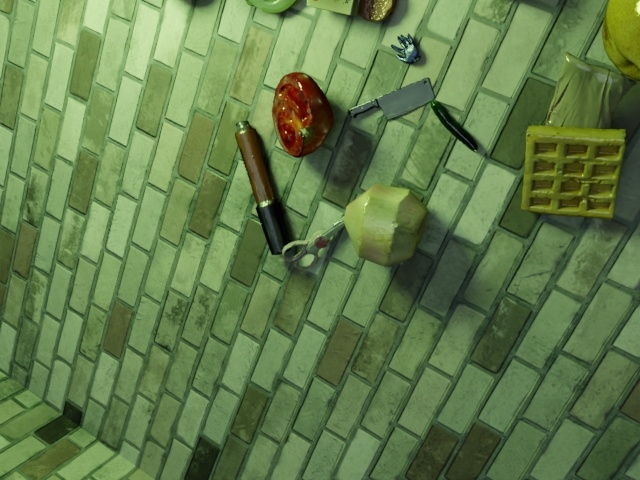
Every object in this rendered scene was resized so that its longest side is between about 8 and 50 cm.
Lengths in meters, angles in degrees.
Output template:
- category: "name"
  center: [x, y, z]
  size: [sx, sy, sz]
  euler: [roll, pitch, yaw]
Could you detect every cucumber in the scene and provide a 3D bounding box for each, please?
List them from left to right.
- category: "cucumber"
  center: [0.354, -0.304, 1.647]
  size: [0.184, 0.033, 0.036]
  euler: [48, 141, 6]

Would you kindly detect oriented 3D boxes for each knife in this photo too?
- category: "knife"
  center: [0.193, -0.374, 1.707]
  size: [0.245, 0.019, 0.072]
  euler: [-16, 97, 24]

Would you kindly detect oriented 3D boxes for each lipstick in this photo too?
- category: "lipstick"
  center: [-0.178, -0.160, 1.891]
  size: [0.077, 0.077, 0.419]
  euler: [-15, 95, 26]

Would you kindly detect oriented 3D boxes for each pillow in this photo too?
- category: "pillow"
  center: [0.628, -0.301, 1.464]
  size: [0.173, 0.067, 0.270]
  euler: [23, 137, 22]

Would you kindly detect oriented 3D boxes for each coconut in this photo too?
- category: "coconut"
  center: [0.170, -0.042, 1.701]
  size: [0.236, 0.197, 0.237]
  euler: [7, 110, 19]

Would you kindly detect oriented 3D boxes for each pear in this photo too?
- category: "pear"
  center: [0.756, -0.474, 1.288]
  size: [0.314, 0.314, 0.315]
  euler: [6, 105, 22]

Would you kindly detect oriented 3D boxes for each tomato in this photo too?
- category: "tomato"
  center: [-0.038, -0.358, 1.734]
  size: [0.200, 0.139, 0.233]
  euler: [58, 145, 27]

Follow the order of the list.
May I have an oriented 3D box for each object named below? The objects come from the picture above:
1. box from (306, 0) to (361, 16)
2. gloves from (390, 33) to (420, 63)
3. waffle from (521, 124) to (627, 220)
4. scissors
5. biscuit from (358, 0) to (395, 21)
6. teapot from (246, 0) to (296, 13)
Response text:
- category: "box"
  center: [0.050, -0.704, 1.618]
  size: [0.141, 0.058, 0.201]
  euler: [18, 111, 21]
- category: "gloves"
  center: [0.228, -0.511, 1.653]
  size: [0.064, 0.026, 0.086]
  euler: [-31, 89, 29]
- category: "waffle"
  center: [0.609, -0.162, 1.502]
  size: [0.221, 0.055, 0.248]
  euler: [7, 132, 21]
- category: "scissors"
  center: [0.000, 0.000, 1.858]
  size: [0.242, 0.031, 0.118]
  euler: [-38, 128, 17]
- category: "biscuit"
  center: [0.112, -0.739, 1.636]
  size: [0.205, 0.049, 0.324]
  euler: [-21, 93, 28]
- category: "teapot"
  center: [-0.192, -0.793, 1.698]
  size: [0.239, 0.321, 0.240]
  euler: [-52, 41, 37]
